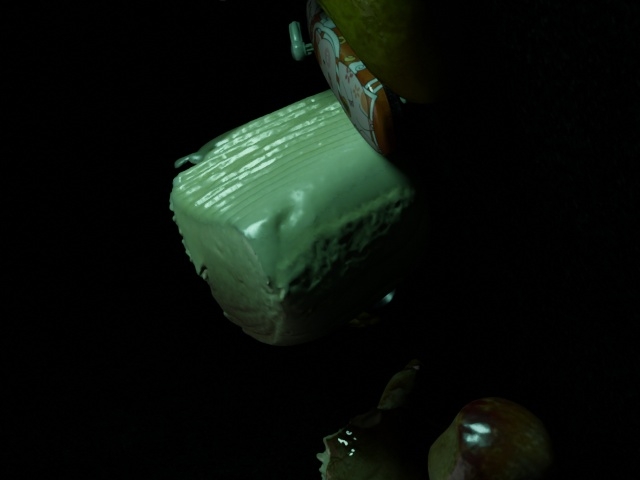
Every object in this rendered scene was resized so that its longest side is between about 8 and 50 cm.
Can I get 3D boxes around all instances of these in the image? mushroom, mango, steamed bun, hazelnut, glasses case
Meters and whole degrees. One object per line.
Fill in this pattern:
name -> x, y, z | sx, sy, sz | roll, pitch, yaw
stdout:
mushroom -> 0.111, 0.317, 2.127 | 0.208, 0.233, 0.301 | 40, -166, 10
mango -> 0.036, -0.279, 1.361 | 0.332, 0.142, 0.195 | 63, 177, 6
steamed bun -> 0.000, 0.000, 1.886 | 0.272, 0.290, 0.273 | 59, 172, -30
hazelnut -> 0.184, 0.235, 1.613 | 0.154, 0.143, 0.143 | 109, 145, -52
glasses case -> 0.041, -0.197, 1.793 | 0.267, 0.067, 0.103 | -118, 13, -49

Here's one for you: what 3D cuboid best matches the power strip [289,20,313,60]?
power strip -> -0.026, -0.288, 2.272 | 0.083, 0.035, 0.055 | -95, -8, -58

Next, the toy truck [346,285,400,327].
toy truck -> 0.009, 0.027, 2.250 | 0.147, 0.165, 0.224 | 173, 78, -82

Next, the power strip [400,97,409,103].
power strip -> 0.059, -0.230, 1.594 | 0.145, 0.061, 0.216 | 87, 163, -63
